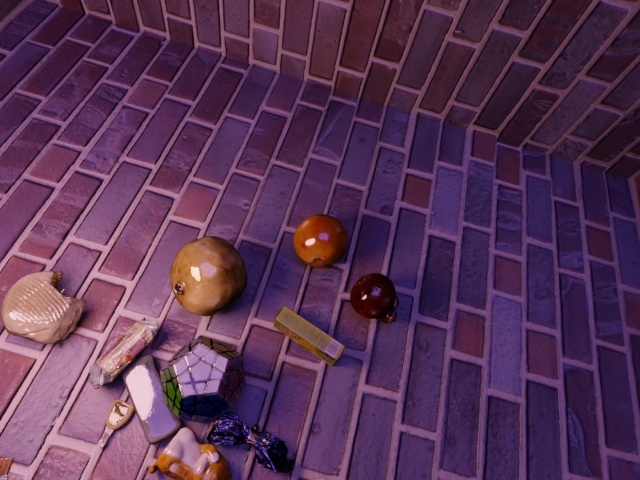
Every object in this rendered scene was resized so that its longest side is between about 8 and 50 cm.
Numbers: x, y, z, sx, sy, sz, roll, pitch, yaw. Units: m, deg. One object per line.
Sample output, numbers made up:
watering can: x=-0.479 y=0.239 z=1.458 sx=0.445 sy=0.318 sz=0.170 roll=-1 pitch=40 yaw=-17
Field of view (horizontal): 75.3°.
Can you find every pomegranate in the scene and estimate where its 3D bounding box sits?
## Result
pomegranate: x=-0.474 y=0.149 z=1.732 sx=0.332 sy=0.333 sz=0.333 roll=4 pitch=60 yaw=-8
pomegranate: x=0.000 y=0.000 z=1.958 sx=0.264 sy=0.264 sz=0.264 roll=4 pitch=60 yaw=-8

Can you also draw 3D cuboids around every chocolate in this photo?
chocolate: x=-0.244 y=0.757 z=1.561 sx=0.343 sy=0.126 sz=0.148 roll=25 pitch=18 yaw=0

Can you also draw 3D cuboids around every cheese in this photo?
cheese: x=-0.773 y=0.685 z=1.549 sx=0.086 sy=0.036 sz=0.163 roll=22 pitch=59 yaw=4

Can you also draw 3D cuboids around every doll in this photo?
doll: x=-0.450 y=0.796 z=1.475 sx=0.269 sy=0.162 sz=0.167 roll=26 pitch=33 yaw=11

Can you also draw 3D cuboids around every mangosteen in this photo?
mangosteen: x=0.259 y=0.274 z=1.876 sx=0.215 sy=0.215 sz=0.257 roll=-41 pitch=94 yaw=-27

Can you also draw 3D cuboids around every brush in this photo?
brush: x=-1.127 y=0.906 z=1.370 sx=0.085 sy=0.020 sz=0.337 roll=8 pitch=60 yaw=-6

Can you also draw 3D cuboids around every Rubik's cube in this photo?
Rubik's cube: x=-0.440 y=0.522 z=1.567 sx=0.318 sy=0.319 sz=0.264 roll=-5 pitch=36 yaw=-13

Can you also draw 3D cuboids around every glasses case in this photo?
glasses case: x=-0.650 y=0.607 z=1.592 sx=0.131 sy=0.074 sz=0.323 roll=-24 pitch=68 yaw=-23

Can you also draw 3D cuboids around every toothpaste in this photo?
toothpaste: x=-0.052 y=0.414 z=1.786 sx=0.327 sy=0.110 sz=0.077 roll=32 pitch=62 yaw=9

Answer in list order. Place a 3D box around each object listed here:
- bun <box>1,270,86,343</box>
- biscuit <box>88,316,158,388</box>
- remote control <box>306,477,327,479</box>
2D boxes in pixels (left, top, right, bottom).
bun: x=-1.089 y=0.279 z=1.629 sx=0.281 sy=0.205 sz=0.282 roll=13 pitch=51 yaw=-17
biscuit: x=-0.768 y=0.436 z=1.618 sx=0.309 sy=0.186 sz=0.079 roll=-48 pitch=114 yaw=-30
remote control: x=-0.016 y=1.023 z=1.481 sx=0.140 sy=0.056 sz=0.297 roll=-5 pitch=63 yaw=-11
